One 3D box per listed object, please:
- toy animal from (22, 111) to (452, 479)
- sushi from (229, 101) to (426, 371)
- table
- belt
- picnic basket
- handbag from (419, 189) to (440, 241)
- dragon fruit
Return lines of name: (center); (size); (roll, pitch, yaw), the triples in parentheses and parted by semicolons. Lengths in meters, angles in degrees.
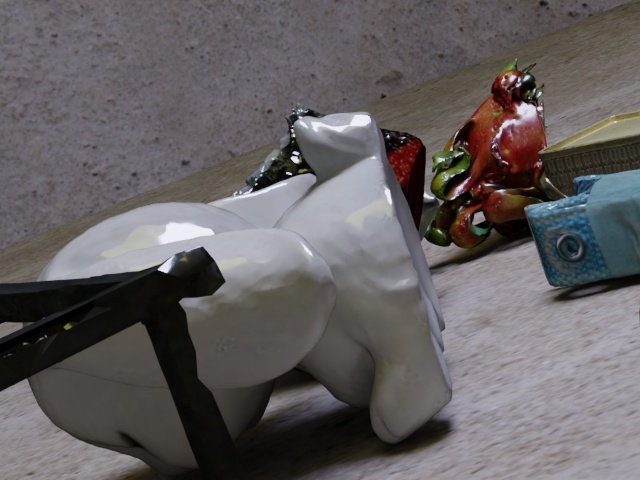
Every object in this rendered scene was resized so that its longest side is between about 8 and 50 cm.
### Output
toy animal: (-0.062, 0.042, 1.245); (0.265, 0.206, 0.271); (-15, 12, 7)
sushi: (0.000, 0.000, 1.474); (0.126, 0.136, 0.225); (10, 39, 12)
table: (-0.190, 0.158, 0.746); (0.272, 0.222, 0.335); (-26, 12, -31)
belt: (0.281, -0.025, 1.340); (0.302, 0.072, 0.087); (-11, 16, 34)
picnic basket: (0.267, -0.058, 1.536); (0.115, 0.079, 0.164); (-25, 11, -38)
handbag: (-0.077, 0.027, 1.680); (0.316, 0.109, 0.253); (-23, 5, -18)
dragon fruit: (0.155, -0.067, 1.660); (0.175, 0.138, 0.142); (-34, 35, -16)
